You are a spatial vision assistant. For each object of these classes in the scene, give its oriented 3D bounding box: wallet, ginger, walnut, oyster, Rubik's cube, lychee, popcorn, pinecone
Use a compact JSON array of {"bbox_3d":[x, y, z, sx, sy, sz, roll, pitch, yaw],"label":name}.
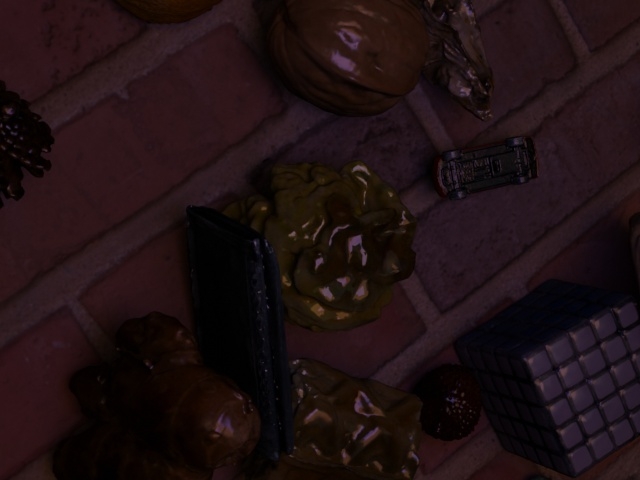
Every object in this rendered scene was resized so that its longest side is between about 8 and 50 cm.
[{"bbox_3d":[-0.118,0.129,1.688,0.075,0.237,0.342,-15,110,-29],"label":"wallet"},{"bbox_3d":[-0.256,0.268,1.649,0.274,0.357,0.152,50,29,13],"label":"ginger"},{"bbox_3d":[0.046,-0.300,1.766,0.261,0.225,0.225,18,87,-28],"label":"walnut"},{"bbox_3d":[0.197,-0.352,1.866,0.166,0.110,0.341,-32,103,-54],"label":"oyster"},{"bbox_3d":[0.408,0.226,1.932,0.237,0.237,0.238,-28,103,-17],"label":"Rubik's cube"},{"bbox_3d":[0.216,0.270,1.922,0.129,0.123,0.123,-47,109,-22],"label":"lychee"},{"bbox_3d":[0.004,0.001,1.754,0.293,0.237,0.293,-1,93,-23],"label":"popcorn"},{"bbox_3d":[-0.473,-0.128,1.598,0.179,0.150,0.195,42,78,-19],"label":"pinecone"}]

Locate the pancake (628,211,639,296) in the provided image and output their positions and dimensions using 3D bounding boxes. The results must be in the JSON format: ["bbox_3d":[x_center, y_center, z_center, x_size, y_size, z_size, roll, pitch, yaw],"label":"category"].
[{"bbox_3d":[0.590,0.127,1.968,0.065,0.356,0.356,-19,103,17],"label":"pancake"}]

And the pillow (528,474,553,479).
[{"bbox_3d":[0.384,0.553,2.033,0.233,0.086,0.214,-39,96,-12],"label":"pillow"}]

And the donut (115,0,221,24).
[{"bbox_3d":[-0.235,-0.449,1.701,0.253,0.118,0.253,1,84,-10],"label":"donut"}]

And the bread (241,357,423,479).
[{"bbox_3d":[0.023,0.312,1.805,0.252,0.196,0.238,11,88,-19],"label":"bread"}]

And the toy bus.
[{"bbox_3d":[0.268,-0.124,1.929,0.195,0.089,0.081,-14,98,-21],"label":"toy bus"}]
